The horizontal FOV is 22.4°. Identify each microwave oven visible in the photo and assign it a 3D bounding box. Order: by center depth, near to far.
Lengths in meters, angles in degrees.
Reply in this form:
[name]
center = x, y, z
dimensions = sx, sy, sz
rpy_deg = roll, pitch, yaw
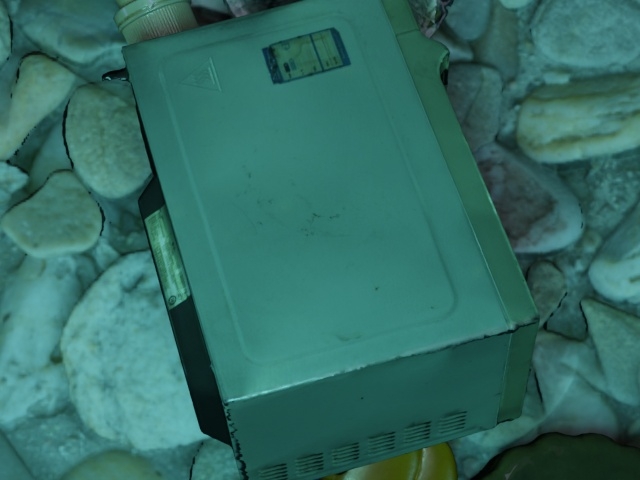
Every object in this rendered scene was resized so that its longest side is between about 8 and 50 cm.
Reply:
[microwave oven]
center = 0.000, 0.000, 1.372
dimensions = 0.286, 0.218, 0.355
rpy_deg = -16, 61, -6

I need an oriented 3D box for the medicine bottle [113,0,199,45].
[medicine bottle]
center = -0.186, -0.285, 1.474
dimensions = 0.114, 0.114, 0.252
rpy_deg = -24, 88, -8

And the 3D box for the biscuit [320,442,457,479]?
[biscuit]
center = 0.049, 0.206, 1.435
dimensions = 0.170, 0.050, 0.170
rpy_deg = -2, 99, -11

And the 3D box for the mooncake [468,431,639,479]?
[mooncake]
center = 0.219, 0.286, 1.467
dimensions = 0.228, 0.124, 0.228
rpy_deg = 2, 81, -10

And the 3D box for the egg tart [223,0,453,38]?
[egg tart]
center = 0.016, -0.266, 1.507
dimensions = 0.234, 0.094, 0.234
rpy_deg = 0, 84, -4
